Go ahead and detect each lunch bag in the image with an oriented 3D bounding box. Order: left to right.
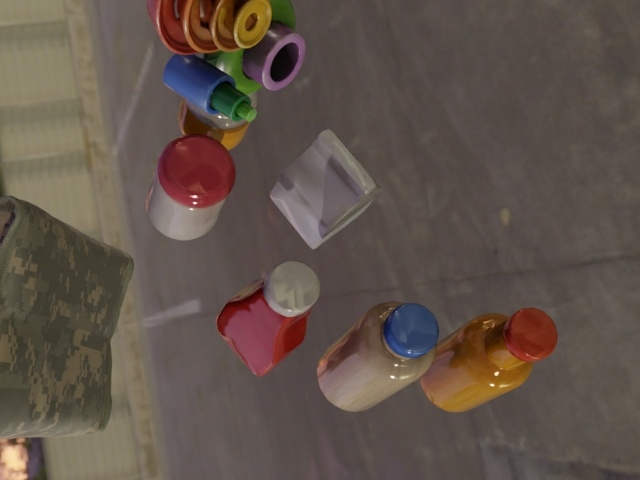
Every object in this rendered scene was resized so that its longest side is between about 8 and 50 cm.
[{"bbox_3d":[-0.304,0.043,0.688,0.235,0.287,0.169,56,-140,-77],"label":"lunch bag"}]

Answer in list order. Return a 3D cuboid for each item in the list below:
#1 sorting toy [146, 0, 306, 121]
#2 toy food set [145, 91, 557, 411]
[{"bbox_3d":[-0.030,-0.077,0.396,0.042,0.061,0.102,35,-177,25],"label":"sorting toy"},{"bbox_3d":[0.000,0.000,0.496,0.232,0.111,0.104,51,155,6],"label":"toy food set"}]
